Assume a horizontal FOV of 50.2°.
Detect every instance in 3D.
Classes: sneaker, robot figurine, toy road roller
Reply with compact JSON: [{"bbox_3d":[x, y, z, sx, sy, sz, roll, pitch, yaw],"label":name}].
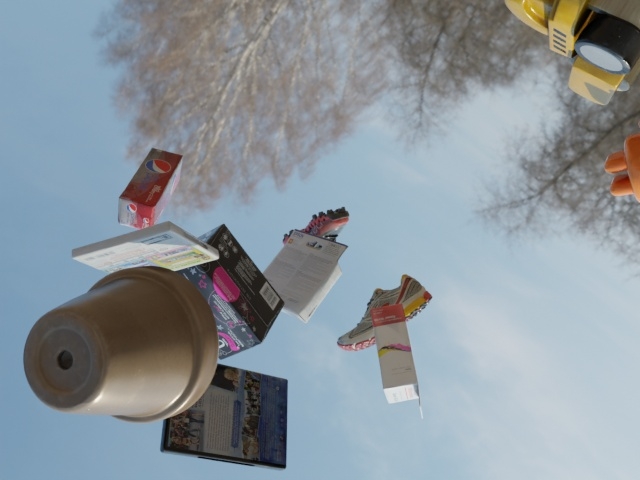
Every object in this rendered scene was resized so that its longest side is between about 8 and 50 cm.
[{"bbox_3d":[0.126,0.158,1.461,0.093,0.225,0.088,52,168,17],"label":"sneaker"},{"bbox_3d":[0.000,0.000,1.945,0.097,0.276,0.135,-9,-106,-41],"label":"sneaker"},{"bbox_3d":[0.608,-0.134,1.168,0.128,0.219,0.158,30,-126,-50],"label":"robot figurine"},{"bbox_3d":[0.444,-0.389,1.130,0.240,0.203,0.329,33,-174,18],"label":"toy road roller"}]

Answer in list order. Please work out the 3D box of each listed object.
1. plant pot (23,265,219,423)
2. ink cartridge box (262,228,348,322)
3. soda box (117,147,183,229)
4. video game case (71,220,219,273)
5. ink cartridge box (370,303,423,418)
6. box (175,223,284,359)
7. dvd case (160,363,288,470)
[{"bbox_3d":[-0.325,0.168,1.060,0.263,0.263,0.229,48,-167,15],"label":"plant pot"},{"bbox_3d":[-0.052,0.087,1.791,0.223,0.224,0.045,19,156,47],"label":"ink cartridge box"},{"bbox_3d":[-0.430,-0.133,1.742,0.092,0.084,0.263,15,-144,-3],"label":"soda box"},{"bbox_3d":[-0.336,0.026,1.332,0.193,0.212,0.023,42,-144,-64],"label":"video game case"},{"bbox_3d":[0.146,0.234,1.294,0.115,0.067,0.198,67,-167,-61],"label":"ink cartridge box"},{"bbox_3d":[-0.226,0.118,1.566,0.247,0.142,0.163,55,-148,-17],"label":"box"},{"bbox_3d":[-0.173,0.324,1.282,0.253,0.022,0.181,20,-127,-29],"label":"dvd case"}]
